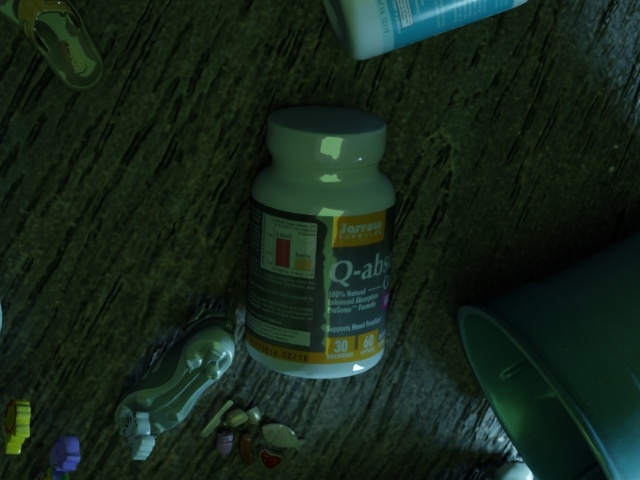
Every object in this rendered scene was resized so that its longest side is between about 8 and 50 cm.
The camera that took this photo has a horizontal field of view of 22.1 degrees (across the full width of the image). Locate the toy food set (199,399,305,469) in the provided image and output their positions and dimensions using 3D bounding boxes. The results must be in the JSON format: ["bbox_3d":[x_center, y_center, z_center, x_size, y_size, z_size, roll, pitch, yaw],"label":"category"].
[{"bbox_3d":[-0.085,0.235,1.960,0.122,0.019,0.078,37,97,-30],"label":"toy food set"}]

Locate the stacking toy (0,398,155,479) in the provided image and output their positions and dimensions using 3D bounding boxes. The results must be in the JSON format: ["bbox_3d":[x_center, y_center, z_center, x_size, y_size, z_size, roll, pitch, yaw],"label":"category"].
[{"bbox_3d":[-0.305,0.265,1.856,0.167,0.052,0.221,9,131,-30],"label":"stacking toy"}]

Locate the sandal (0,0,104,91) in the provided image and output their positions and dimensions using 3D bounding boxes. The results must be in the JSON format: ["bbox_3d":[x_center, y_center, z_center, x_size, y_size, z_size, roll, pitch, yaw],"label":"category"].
[{"bbox_3d":[-0.289,-0.230,1.731,0.072,0.049,0.180,-36,113,0],"label":"sandal"}]

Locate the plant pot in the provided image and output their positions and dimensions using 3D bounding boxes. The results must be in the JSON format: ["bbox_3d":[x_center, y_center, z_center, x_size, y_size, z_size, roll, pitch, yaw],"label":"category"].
[{"bbox_3d":[0.387,0.133,1.889,0.334,0.341,0.341,-32,113,-10],"label":"plant pot"}]

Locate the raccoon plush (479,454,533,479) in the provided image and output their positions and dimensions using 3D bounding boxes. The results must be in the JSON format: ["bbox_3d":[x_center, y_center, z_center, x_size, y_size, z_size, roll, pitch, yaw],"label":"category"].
[{"bbox_3d":[0.081,0.362,1.996,0.447,0.299,0.216,17,119,16],"label":"raccoon plush"}]

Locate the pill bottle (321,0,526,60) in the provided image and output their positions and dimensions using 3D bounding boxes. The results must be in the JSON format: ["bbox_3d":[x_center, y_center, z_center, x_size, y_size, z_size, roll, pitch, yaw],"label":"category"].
[{"bbox_3d":[0.133,-0.299,1.756,0.264,0.146,0.146,-20,112,-6],"label":"pill bottle"}]

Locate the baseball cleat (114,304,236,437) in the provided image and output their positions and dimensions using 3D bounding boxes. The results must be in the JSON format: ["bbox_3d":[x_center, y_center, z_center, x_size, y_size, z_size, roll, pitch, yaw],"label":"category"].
[{"bbox_3d":[-0.158,0.148,1.884,0.072,0.109,0.206,39,126,-19],"label":"baseball cleat"}]

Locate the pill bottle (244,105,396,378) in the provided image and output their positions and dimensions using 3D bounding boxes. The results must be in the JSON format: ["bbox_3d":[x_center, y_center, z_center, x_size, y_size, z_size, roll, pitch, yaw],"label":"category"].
[{"bbox_3d":[0.000,0.000,1.820,0.162,0.162,0.278,-1,109,-13],"label":"pill bottle"}]

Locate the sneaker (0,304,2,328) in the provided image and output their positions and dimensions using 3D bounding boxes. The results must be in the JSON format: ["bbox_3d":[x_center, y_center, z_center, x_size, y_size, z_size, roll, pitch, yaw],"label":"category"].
[{"bbox_3d":[-0.411,0.138,1.791,0.126,0.127,0.321,-1,107,-12],"label":"sneaker"}]
